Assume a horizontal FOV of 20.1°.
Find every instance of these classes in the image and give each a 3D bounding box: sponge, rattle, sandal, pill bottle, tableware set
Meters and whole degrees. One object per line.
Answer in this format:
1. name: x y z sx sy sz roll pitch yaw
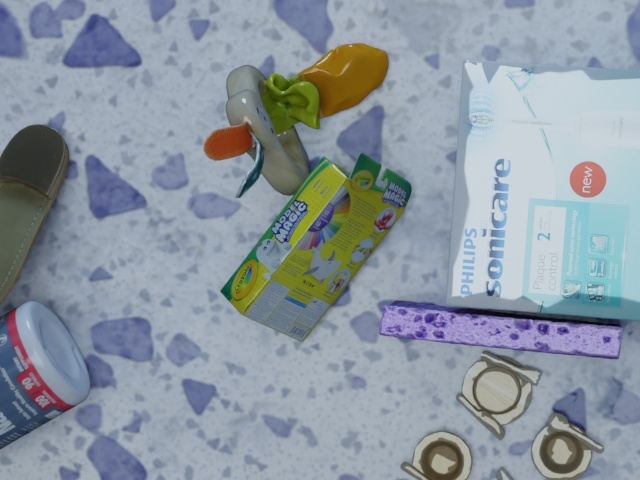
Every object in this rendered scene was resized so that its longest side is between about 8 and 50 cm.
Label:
1. sponge: 0.160 0.079 1.600 0.210 0.117 0.031 6 90 9
2. rattle: -0.015 -0.107 1.580 0.142 0.199 0.130 -8 90 9
3. sandal: -0.301 0.009 1.698 0.088 0.079 0.240 23 72 16
4. pill bottle: -0.316 0.144 1.684 0.180 0.108 0.108 -31 87 9
5. tableware set: 0.164 0.196 1.652 0.141 0.020 0.169 38 97 6

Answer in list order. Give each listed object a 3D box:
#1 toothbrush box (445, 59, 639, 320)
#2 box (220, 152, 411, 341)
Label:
1. toothbrush box: 0.265 -0.041 1.576 0.295 0.126 0.216 5 93 10
2. box: 0.000 0.000 1.628 0.179 0.105 0.043 -50 54 7
